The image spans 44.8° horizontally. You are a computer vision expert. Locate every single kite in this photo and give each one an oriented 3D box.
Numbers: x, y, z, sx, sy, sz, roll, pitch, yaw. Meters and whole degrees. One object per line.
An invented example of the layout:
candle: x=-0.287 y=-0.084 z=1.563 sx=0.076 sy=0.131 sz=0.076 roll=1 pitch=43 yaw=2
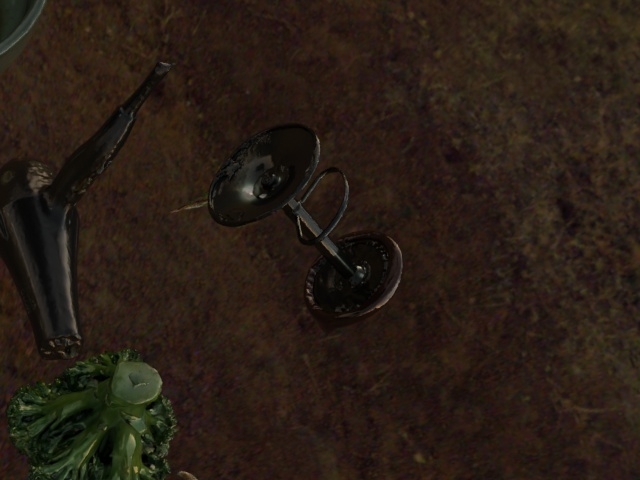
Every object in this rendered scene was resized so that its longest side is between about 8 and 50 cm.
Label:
kite: x=-0.214 y=-0.101 z=1.707 sx=0.244 sy=0.198 sz=0.006 roll=-20 pitch=85 yaw=-6

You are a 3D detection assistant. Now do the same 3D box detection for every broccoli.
broccoli: x=-0.308 y=0.274 z=1.138 sx=0.269 sy=0.269 sz=0.254 roll=54 pitch=43 yaw=3

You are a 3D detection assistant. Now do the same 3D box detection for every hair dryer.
hair dryer: x=-0.276 y=-0.064 z=0.927 sx=0.120 sy=0.359 sz=0.303 roll=21 pitch=32 yaw=-43

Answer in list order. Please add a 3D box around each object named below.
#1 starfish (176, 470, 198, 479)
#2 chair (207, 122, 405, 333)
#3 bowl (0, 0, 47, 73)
starfish: x=-0.335 y=0.597 z=1.483 sx=0.299 sy=0.060 sz=0.302 roll=-34 pitch=52 yaw=-10
chair: x=0.000 y=0.000 z=1.409 sx=0.401 sy=0.227 sz=0.226 roll=50 pitch=47 yaw=-40
bowl: x=-0.434 y=-0.258 z=0.824 sx=0.289 sy=0.146 sz=0.289 roll=6 pitch=68 yaw=-15
